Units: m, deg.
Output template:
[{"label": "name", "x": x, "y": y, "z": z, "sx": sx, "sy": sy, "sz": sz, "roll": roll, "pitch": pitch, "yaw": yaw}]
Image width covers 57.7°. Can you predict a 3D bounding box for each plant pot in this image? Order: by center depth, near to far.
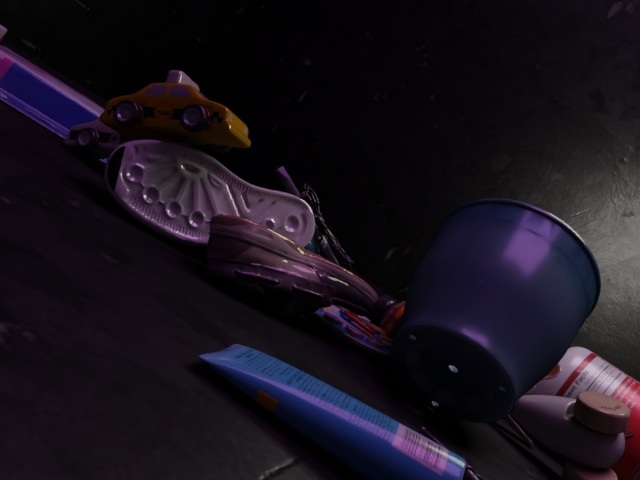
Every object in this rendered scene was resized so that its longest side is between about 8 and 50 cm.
[{"label": "plant pot", "x": 0.243, "y": 0.119, "z": 0.870, "sx": 0.272, "sy": 0.255, "sz": 0.271, "roll": 24, "pitch": -42, "yaw": 23}]

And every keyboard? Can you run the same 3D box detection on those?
[{"label": "keyboard", "x": 0.000, "y": 0.000, "z": 1.093, "sx": 0.317, "sy": 0.033, "sz": 0.201, "roll": 59, "pitch": -15, "yaw": -1}]

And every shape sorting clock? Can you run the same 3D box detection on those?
[{"label": "shape sorting clock", "x": 0.041, "y": 0.132, "z": 0.972, "sx": 0.206, "sy": 0.040, "sz": 0.206, "roll": 34, "pitch": 2, "yaw": -2}]

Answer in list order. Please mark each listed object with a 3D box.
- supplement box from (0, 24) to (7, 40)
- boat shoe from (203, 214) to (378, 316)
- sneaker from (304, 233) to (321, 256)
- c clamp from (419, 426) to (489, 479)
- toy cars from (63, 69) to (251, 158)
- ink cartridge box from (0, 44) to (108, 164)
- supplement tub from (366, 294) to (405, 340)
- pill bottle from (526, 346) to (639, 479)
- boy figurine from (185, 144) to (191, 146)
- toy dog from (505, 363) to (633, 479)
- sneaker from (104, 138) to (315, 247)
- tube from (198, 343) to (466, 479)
[{"label": "supplement box", "x": -0.494, "y": -0.264, "z": 0.723, "sx": 0.114, "sy": 0.111, "sz": 0.220, "roll": 34, "pitch": 3, "yaw": -22}, {"label": "boat shoe", "x": -0.039, "y": 0.057, "z": 0.791, "sx": 0.285, "sy": 0.092, "sz": 0.103, "roll": 30, "pitch": -14, "yaw": -38}, {"label": "sneaker", "x": -0.106, "y": -0.004, "z": 1.126, "sx": 0.302, "sy": 0.108, "sz": 0.121, "roll": 23, "pitch": -36, "yaw": 53}, {"label": "c clamp", "x": 0.174, "y": 0.259, "z": 0.563, "sx": 0.137, "sy": 0.022, "sz": 0.161, "roll": 39, "pitch": -1, "yaw": -22}, {"label": "toy cars", "x": -0.247, "y": -0.174, "z": 0.857, "sx": 0.177, "sy": 0.087, "sz": 0.394, "roll": 13, "pitch": -8, "yaw": -35}, {"label": "ink cartridge box", "x": -0.494, "y": -0.258, "z": 1.114, "sx": 0.324, "sy": 0.071, "sz": 0.330, "roll": 34, "pitch": 1, "yaw": -25}, {"label": "supplement tub", "x": 0.177, "y": 0.180, "z": 1.060, "sx": 0.198, "sy": 0.106, "sz": 0.106, "roll": 37, "pitch": 3, "yaw": 33}, {"label": "pill bottle", "x": 0.582, "y": 0.375, "z": 1.229, "sx": 0.408, "sy": 0.229, "sz": 0.229, "roll": 36, "pitch": 3, "yaw": 33}, {"label": "boy figurine", "x": -0.305, "y": -0.163, "z": 1.213, "sx": 0.177, "sy": 0.092, "sz": 0.285, "roll": 59, "pitch": -5, "yaw": -7}, {"label": "toy dog", "x": 0.422, "y": 0.307, "z": 1.057, "sx": 0.161, "sy": 0.220, "sz": 0.333, "roll": 4, "pitch": 32, "yaw": -38}, {"label": "sneaker", "x": -0.191, "y": -0.052, "z": 0.883, "sx": 0.323, "sy": 0.130, "sz": 0.236, "roll": 16, "pitch": -7, "yaw": -34}, {"label": "tube", "x": 0.007, "y": 0.135, "z": 0.445, "sx": 0.207, "sy": 0.052, "sz": 0.080, "roll": 30, "pitch": -3, "yaw": 10}]
